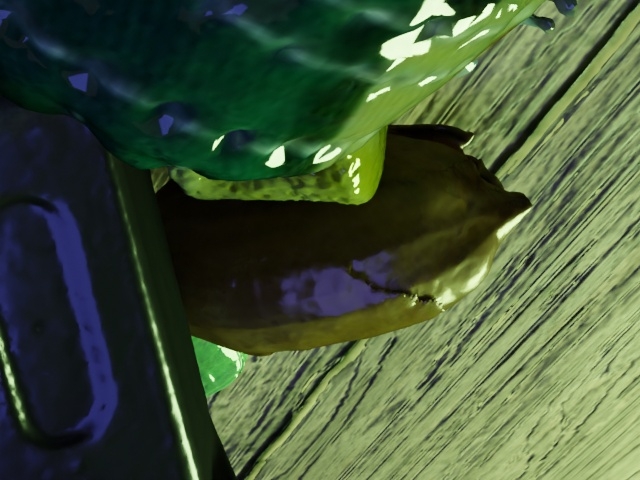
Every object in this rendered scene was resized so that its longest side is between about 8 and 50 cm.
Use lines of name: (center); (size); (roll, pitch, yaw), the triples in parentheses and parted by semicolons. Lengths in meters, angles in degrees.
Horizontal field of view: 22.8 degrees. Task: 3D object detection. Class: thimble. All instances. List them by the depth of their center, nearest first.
thimble: (-0.031, -0.155, 0.611); (0.288, 0.254, 0.167); (24, 134, -37)

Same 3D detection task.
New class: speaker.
speaker: (-0.139, 0.038, 0.770); (0.180, 0.184, 0.388); (-21, 119, -15)

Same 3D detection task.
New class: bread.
bread: (-0.019, -0.078, 0.829); (0.114, 0.129, 0.111); (-3, 162, 10)

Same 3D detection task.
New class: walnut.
walnut: (0.000, 0.000, 0.918); (0.245, 0.137, 0.137); (-3, 144, 9)

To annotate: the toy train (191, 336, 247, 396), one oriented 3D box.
toy train: (-0.124, 0.093, 1.070); (0.149, 0.081, 0.099); (-19, 141, 16)
